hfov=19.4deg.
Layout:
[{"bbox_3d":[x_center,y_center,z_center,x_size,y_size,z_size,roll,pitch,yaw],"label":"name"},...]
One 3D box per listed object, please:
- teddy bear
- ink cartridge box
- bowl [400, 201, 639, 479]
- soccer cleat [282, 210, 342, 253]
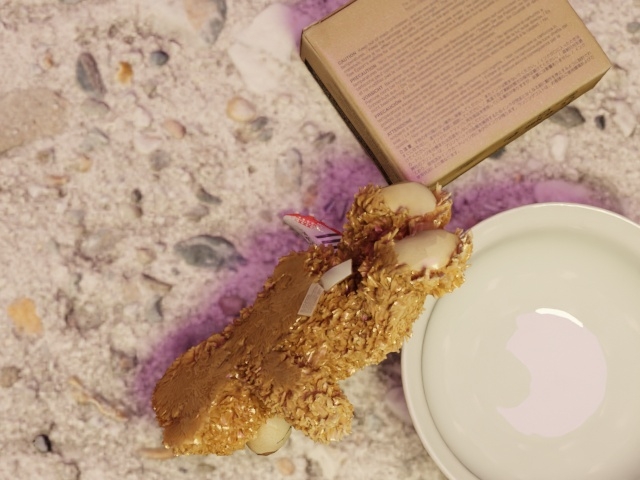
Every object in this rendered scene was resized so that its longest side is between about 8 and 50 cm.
[{"bbox_3d":[0.005,0.083,1.677,0.338,0.245,0.113,-50,124,-1],"label":"teddy bear"},{"bbox_3d":[0.127,-0.173,1.802,0.234,0.088,0.193,-33,83,-8],"label":"ink cartridge box"},{"bbox_3d":[0.213,0.121,1.735,0.297,0.134,0.298,1,80,-5],"label":"bowl"},{"bbox_3d":[0.000,0.000,1.793,0.083,0.029,0.036,25,75,-5],"label":"soccer cleat"}]
